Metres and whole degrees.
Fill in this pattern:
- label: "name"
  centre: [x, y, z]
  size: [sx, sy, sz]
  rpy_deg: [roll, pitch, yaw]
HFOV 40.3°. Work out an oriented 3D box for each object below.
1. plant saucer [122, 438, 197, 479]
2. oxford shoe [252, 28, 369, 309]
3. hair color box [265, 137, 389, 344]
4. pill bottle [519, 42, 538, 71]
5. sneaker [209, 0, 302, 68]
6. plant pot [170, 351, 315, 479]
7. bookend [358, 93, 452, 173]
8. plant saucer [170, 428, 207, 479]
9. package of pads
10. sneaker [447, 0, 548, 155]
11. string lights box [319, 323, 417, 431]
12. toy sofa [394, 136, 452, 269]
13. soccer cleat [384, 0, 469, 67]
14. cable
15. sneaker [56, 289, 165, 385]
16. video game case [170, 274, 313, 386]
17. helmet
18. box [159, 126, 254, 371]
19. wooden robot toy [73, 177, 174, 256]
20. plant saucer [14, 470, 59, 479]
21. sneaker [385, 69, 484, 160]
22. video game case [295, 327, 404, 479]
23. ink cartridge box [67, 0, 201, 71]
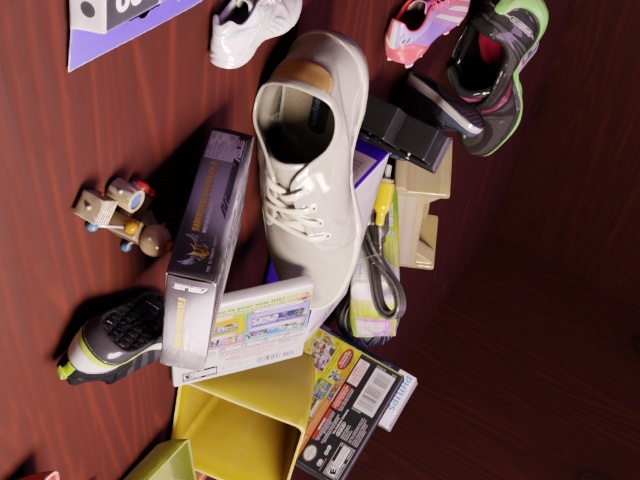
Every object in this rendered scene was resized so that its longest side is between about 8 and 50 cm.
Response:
- label: "plant saucer"
  centre: [-0.285, 0.415, 1.411]
  size: [0.188, 0.045, 0.188]
  rpy_deg: [-44, 155, -31]
- label: "oxford shoe"
  centre: [-0.026, -0.072, 1.217]
  size: [0.130, 0.169, 0.449]
  rpy_deg: [-49, 153, -45]
- label: "hair color box"
  centre: [0.000, 0.000, 1.516]
  size: [0.185, 0.110, 0.339]
  rpy_deg: [-47, 157, -48]
- label: "pill bottle"
  centre: [0.487, -0.489, 2.198]
  size: [0.180, 0.108, 0.108]
  rpy_deg: [-48, 160, -39]
- label: "sneaker"
  centre: [-0.068, -0.255, 0.975]
  size: [0.152, 0.054, 0.061]
  rpy_deg: [-51, 158, -32]
- label: "plant pot"
  centre: [-0.116, 0.279, 1.485]
  size: [0.187, 0.212, 0.212]
  rpy_deg: [-64, 171, -50]
- label: "bookend"
  centre: [0.136, -0.189, 1.525]
  size: [0.072, 0.157, 0.156]
  rpy_deg: [-64, 165, 6]
- label: "plant saucer"
  centre: [-0.243, 0.421, 1.596]
  size: [0.200, 0.037, 0.200]
  rpy_deg: [-53, 162, -25]
- label: "package of pads"
  centre: [0.110, 0.058, 1.802]
  size: [0.296, 0.101, 0.229]
  rpy_deg: [83, 7, -62]
- label: "sneaker"
  centre: [0.360, -0.366, 1.971]
  size: [0.202, 0.185, 0.483]
  rpy_deg: [-34, 151, -22]
- label: "string lights box"
  centre: [0.077, 0.313, 1.998]
  size: [0.133, 0.260, 0.077]
  rpy_deg: [-57, 164, -12]
- label: "toy sofa"
  centre: [0.187, -0.082, 1.941]
  size: [0.362, 0.177, 0.150]
  rpy_deg: [86, 11, -62]
- label: "soccer cleat"
  centre: [0.190, -0.396, 1.497]
  size: [0.248, 0.083, 0.095]
  rpy_deg: [-49, 155, -30]
- label: "cable"
  centre: [0.086, 0.005, 1.605]
  size: [0.072, 0.139, 0.287]
  rpy_deg: [9, 77, -50]
- label: "sneaker"
  centre: [-0.244, 0.124, 1.068]
  size: [0.097, 0.084, 0.235]
  rpy_deg: [-40, 168, 15]
- label: "video game case"
  centre: [-0.120, 0.137, 1.302]
  size: [0.212, 0.023, 0.193]
  rpy_deg: [-12, 143, -17]
- label: "helmet"
  centre: [0.113, 0.172, 2.055]
  size: [0.169, 0.169, 0.161]
  rpy_deg: [31, 72, -74]
- label: "box"
  centre: [-0.134, 0.009, 1.032]
  size: [0.183, 0.056, 0.231]
  rpy_deg: [107, -5, -50]
- label: "wooden robot toy"
  centre: [-0.190, -0.019, 0.945]
  size: [0.076, 0.079, 0.173]
  rpy_deg: [-59, 164, -7]
- label: "plant saucer"
  centre: [-0.415, 0.421, 1.048]
  size: [0.258, 0.048, 0.259]
  rpy_deg: [-48, 160, -41]
- label: "sneaker"
  centre: [0.207, -0.205, 1.651]
  size: [0.086, 0.226, 0.163]
  rpy_deg: [13, 114, -35]
- label: "video game case"
  centre: [0.003, 0.342, 1.834]
  size: [0.275, 0.248, 0.035]
  rpy_deg: [-57, 163, -17]
- label: "ink cartridge box"
  centre: [-0.137, -0.264, 0.762]
  size: [0.206, 0.045, 0.208]
  rpy_deg: [-46, 159, -44]
